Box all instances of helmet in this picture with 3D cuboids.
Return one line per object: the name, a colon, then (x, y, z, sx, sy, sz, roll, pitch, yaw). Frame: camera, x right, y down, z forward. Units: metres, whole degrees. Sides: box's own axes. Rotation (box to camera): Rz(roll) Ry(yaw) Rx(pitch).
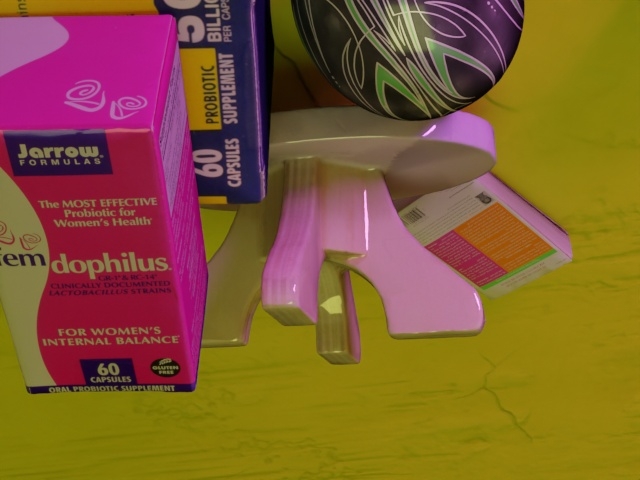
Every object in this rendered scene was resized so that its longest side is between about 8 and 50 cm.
helmet: (0.058, -0.165, 0.813, 0.170, 0.161, 0.169, 3, 99, 19)

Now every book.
book: (0.139, -0.008, 1.062, 0.144, 0.035, 0.096, 35, 128, -29)

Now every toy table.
toy table: (0.000, 0.000, 0.933, 0.274, 0.160, 0.252, -7, 164, 22)

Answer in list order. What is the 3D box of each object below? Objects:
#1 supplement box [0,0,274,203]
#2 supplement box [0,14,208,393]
supplement box: (-0.213, -0.156, 0.805, 0.357, 0.195, 0.194, 0, 134, 1)
supplement box: (-0.136, -0.017, 0.729, 0.111, 0.114, 0.220, -1, 132, 2)
